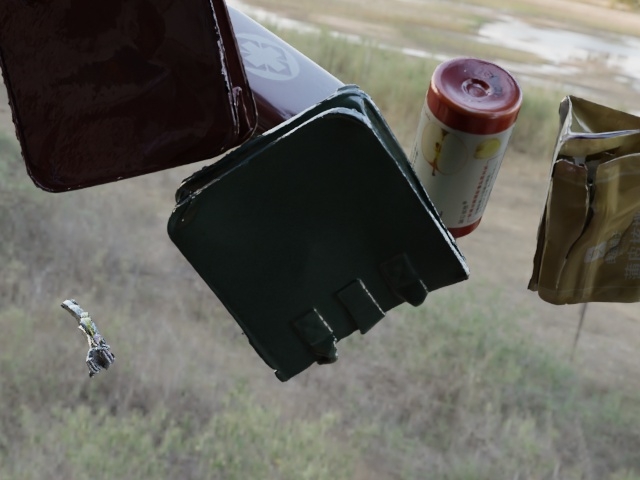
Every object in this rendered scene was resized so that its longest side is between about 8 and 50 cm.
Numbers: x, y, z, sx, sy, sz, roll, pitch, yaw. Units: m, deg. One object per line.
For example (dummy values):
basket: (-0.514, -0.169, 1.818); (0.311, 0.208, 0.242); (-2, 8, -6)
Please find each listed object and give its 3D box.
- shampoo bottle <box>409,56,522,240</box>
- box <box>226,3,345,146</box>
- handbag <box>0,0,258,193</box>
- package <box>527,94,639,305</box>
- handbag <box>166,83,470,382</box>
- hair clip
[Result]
shampoo bottle: (0.152, -0.076, 1.342); (0.104, 0.278, 0.104); (5, 47, -6)
box: (-0.120, -0.272, 1.956); (0.404, 0.108, 0.263); (36, 36, 12)
handbag: (-0.214, -0.202, 1.200); (0.260, 0.275, 0.084); (-13, 7, 19)
package: (0.425, -0.035, 1.792); (0.221, 0.311, 0.165); (24, 46, 24)
handbag: (0.000, -0.001, 1.223); (0.247, 0.260, 0.079); (-29, 24, 12)
hair clip: (-0.378, 0.166, 1.881); (0.049, 0.116, 0.172); (-26, 26, -12)
